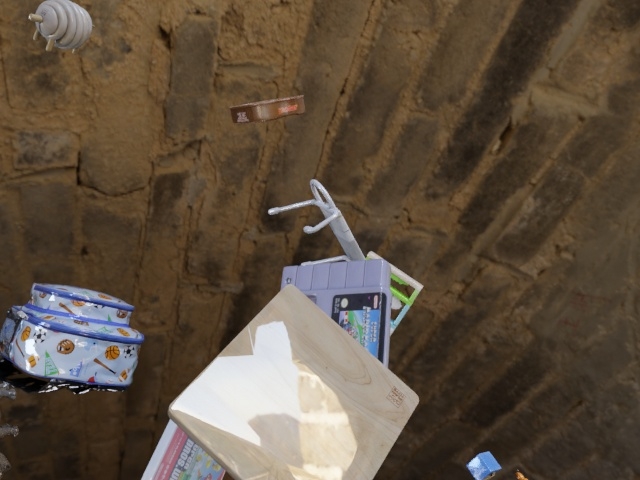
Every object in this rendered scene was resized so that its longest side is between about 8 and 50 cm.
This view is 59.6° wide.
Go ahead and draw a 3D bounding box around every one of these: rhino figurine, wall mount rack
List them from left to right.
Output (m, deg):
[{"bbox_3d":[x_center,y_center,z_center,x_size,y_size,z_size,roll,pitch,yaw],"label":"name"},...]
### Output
[{"bbox_3d":[-0.793,0.461,1.341,0.073,0.244,0.106,-28,-22,32],"label":"rhino figurine"},{"bbox_3d":[0.000,0.000,1.540,0.130,0.304,0.350,-34,-66,-11],"label":"wall mount rack"}]

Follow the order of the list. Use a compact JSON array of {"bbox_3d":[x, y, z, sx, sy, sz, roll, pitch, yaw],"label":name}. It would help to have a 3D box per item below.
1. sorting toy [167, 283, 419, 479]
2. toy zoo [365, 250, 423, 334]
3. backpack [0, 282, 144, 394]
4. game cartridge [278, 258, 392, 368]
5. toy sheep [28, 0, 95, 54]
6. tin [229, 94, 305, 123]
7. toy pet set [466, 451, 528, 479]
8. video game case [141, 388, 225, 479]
[{"bbox_3d":[-0.036,0.238,0.776,0.255,0.257,0.089,-45,-6,-38],"label":"sorting toy"},{"bbox_3d":[0.156,0.206,1.707,0.293,0.192,0.030,-59,-13,17],"label":"toy zoo"},{"bbox_3d":[-0.482,0.200,1.118,0.276,0.263,0.213,13,-89,-42],"label":"backpack"},{"bbox_3d":[0.013,0.209,1.014,0.230,0.356,0.068,-9,-27,32],"label":"game cartridge"},{"bbox_3d":[-0.450,-0.375,0.973,0.091,0.091,0.132,-38,1,23],"label":"toy sheep"},{"bbox_3d":[-0.099,-0.243,1.039,0.106,0.189,0.040,-22,-71,-25],"label":"tin"},{"bbox_3d":[0.378,0.511,1.189,0.122,0.114,0.065,-26,-39,-11],"label":"toy pet set"},{"bbox_3d":[-0.285,0.493,1.281,0.025,0.204,0.285,7,-34,23],"label":"video game case"}]
